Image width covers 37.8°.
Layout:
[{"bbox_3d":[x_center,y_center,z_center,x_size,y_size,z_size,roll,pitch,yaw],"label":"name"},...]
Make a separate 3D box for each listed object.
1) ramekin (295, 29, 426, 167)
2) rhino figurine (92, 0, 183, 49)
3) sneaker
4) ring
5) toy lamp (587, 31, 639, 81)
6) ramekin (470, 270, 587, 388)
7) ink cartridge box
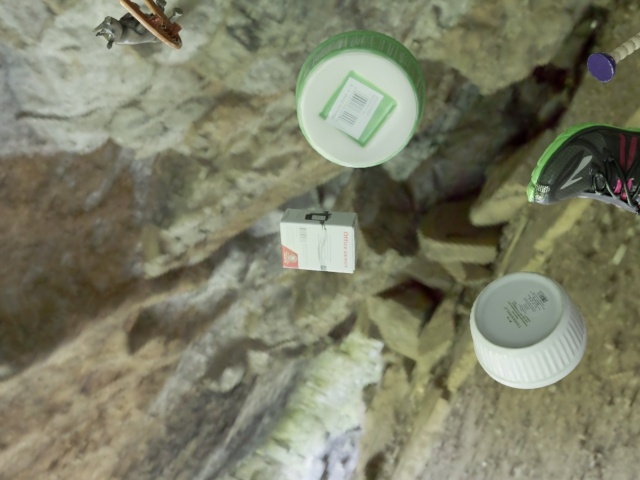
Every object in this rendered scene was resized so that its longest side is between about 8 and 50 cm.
[{"bbox_3d":[0.087,-0.310,2.104,0.148,0.303,0.303,-75,9,-68],"label":"ramekin"},{"bbox_3d":[-0.438,-0.501,2.197,0.243,0.073,0.106,-26,-18,-49],"label":"rhino figurine"},{"bbox_3d":[0.693,-0.160,2.155,0.202,0.483,0.185,-124,31,-44],"label":"sneaker"},{"bbox_3d":[-0.384,-0.510,1.833,0.032,0.336,0.336,-41,2,10],"label":"ring"},{"bbox_3d":[0.717,-0.450,2.091,0.275,0.080,0.080,-37,-13,-21],"label":"toy lamp"},{"bbox_3d":[0.369,0.152,1.693,0.207,0.207,0.109,-63,-37,-26],"label":"ramekin"},{"bbox_3d":[0.000,0.000,1.895,0.063,0.151,0.109,-68,-21,-59],"label":"ink cartridge box"}]
